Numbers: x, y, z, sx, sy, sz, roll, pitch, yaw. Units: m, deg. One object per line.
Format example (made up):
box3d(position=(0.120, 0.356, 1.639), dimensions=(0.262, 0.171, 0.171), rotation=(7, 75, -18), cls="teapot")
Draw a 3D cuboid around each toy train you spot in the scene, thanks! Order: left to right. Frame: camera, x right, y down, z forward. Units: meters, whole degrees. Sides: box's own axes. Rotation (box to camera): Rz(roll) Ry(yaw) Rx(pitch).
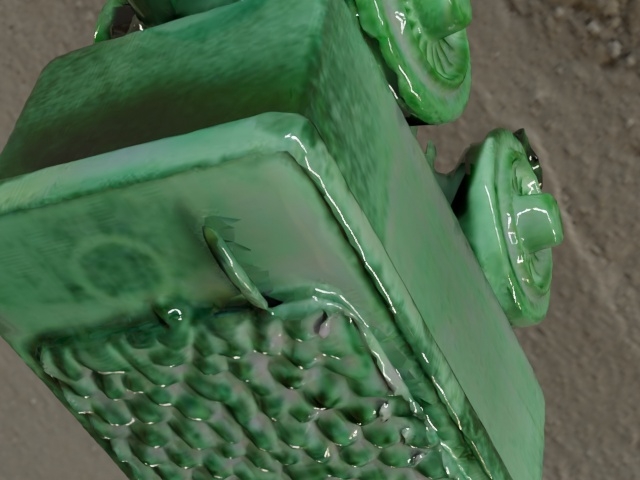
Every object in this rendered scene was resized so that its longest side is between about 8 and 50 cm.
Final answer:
box3d(position=(0.000, 0.000, 0.488), dimensions=(0.145, 0.201, 0.266), rotation=(-11, 132, 24), cls="toy train")
